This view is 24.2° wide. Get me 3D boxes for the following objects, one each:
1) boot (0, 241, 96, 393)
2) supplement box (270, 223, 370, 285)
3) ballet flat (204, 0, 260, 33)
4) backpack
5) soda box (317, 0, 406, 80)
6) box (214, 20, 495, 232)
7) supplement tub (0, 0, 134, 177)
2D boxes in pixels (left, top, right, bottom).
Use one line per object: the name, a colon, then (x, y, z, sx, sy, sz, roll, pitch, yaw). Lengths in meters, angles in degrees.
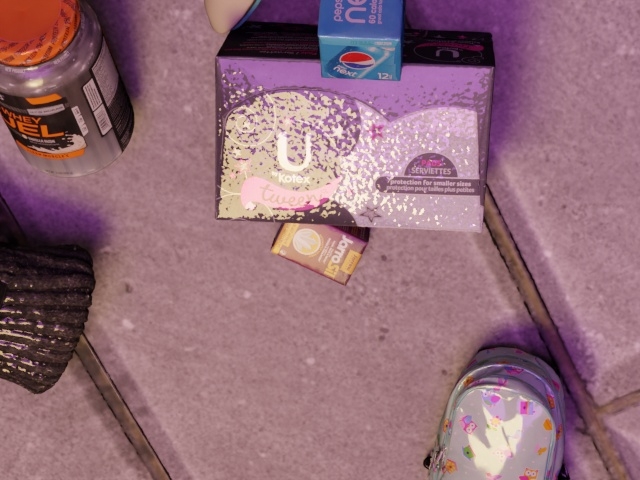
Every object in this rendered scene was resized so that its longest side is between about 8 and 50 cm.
boot: (-0.400, 0.100, 1.501, 0.260, 0.131, 0.348, 11, 149, -30)
supplement box: (0.000, 0.000, 1.467, 0.083, 0.043, 0.055, 24, 110, -4)
ballet flat: (-0.057, -0.285, 1.298, 0.086, 0.086, 0.248, 35, 124, -8)
backpack: (0.184, 0.201, 1.489, 0.152, 0.115, 0.182, 10, 109, 5)
soda box: (0.041, -0.244, 1.288, 0.071, 0.210, 0.067, 3, 155, 4)
box: (0.032, -0.104, 1.371, 0.247, 0.142, 0.163, 3, 111, 5)
supplement tub: (-0.243, -0.150, 1.350, 0.117, 0.117, 0.190, -2, 150, 7)
